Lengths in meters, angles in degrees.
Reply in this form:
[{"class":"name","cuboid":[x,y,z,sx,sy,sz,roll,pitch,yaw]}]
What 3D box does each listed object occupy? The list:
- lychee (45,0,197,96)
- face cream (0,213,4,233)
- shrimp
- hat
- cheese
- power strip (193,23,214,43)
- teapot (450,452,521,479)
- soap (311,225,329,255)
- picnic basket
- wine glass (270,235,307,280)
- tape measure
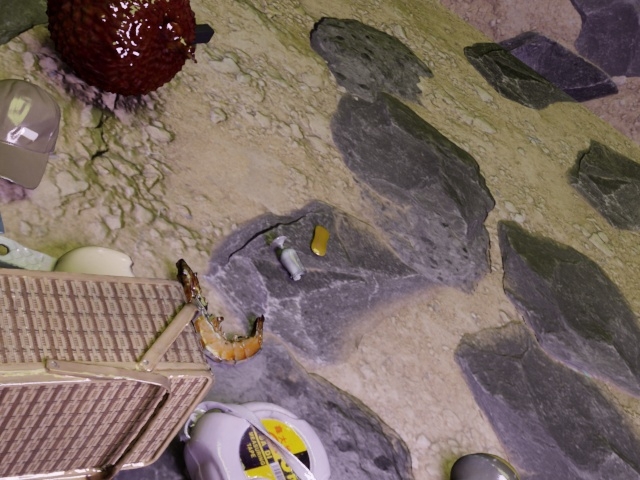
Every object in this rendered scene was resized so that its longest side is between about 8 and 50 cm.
[{"class":"lychee","cuboid":[-0.357,-0.397,1.635,0.300,0.264,0.264,20,31,15]},{"class":"face cream","cuboid":[-0.623,-0.095,1.197,0.385,0.086,0.135,18,24,-36]},{"class":"shrimp","cuboid":[-0.158,0.113,1.436,0.147,0.035,0.195,-4,60,-43]},{"class":"hat","cuboid":[-0.483,-0.173,1.385,0.166,0.144,0.173,16,15,-28]},{"class":"cheese","cuboid":[-0.353,0.072,1.269,0.248,0.071,0.163,11,43,-35]},{"class":"power strip","cuboid":[-0.285,-0.461,1.973,0.029,0.038,0.111,48,34,14]},{"class":"teapot","cuboid":[0.263,0.427,1.421,0.119,0.130,0.166,-35,109,-40]},{"class":"soap","cuboid":[0.000,0.000,1.738,0.034,0.012,0.089,30,35,-14]},{"class":"picnic basket","cuboid":[-0.305,0.171,1.063,0.312,0.228,0.175,6,45,-39]},{"class":"wine glass","cuboid":[-0.058,0.033,1.623,0.039,0.042,0.083,-24,67,-21]},{"class":"tape measure","cuboid":[-0.079,0.318,1.203,0.197,0.120,0.236,-6,59,-39]}]
